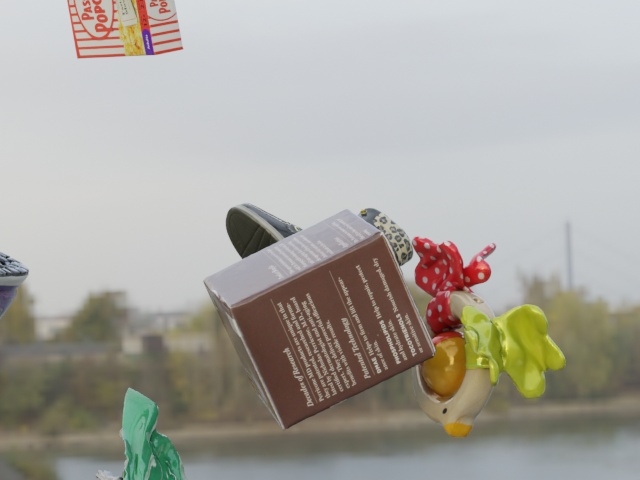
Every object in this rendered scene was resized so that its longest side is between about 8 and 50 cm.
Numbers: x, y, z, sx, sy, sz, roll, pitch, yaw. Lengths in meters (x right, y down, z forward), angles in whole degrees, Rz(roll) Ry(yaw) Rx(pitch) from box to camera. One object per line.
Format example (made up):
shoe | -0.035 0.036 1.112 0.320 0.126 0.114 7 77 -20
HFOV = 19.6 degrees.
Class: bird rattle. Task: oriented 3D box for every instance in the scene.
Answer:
bird rattle | 0.162 0.119 2.245 0.143 0.207 0.253 8 24 -36

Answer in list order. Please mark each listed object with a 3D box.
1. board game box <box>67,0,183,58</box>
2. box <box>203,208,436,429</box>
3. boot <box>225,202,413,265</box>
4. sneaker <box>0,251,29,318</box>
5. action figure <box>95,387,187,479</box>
board game box | -0.247 -0.300 2.275 0.045 0.146 0.193 -16 12 -34
box | -0.003 0.089 2.185 0.203 0.167 0.168 -26 16 -7
boot | 0.000 0.002 2.608 0.236 0.085 0.178 37 46 15
sneaker | -0.439 0.075 2.123 0.107 0.124 0.283 29 8 21
action figure | -0.177 0.253 1.843 0.063 0.137 0.232 -31 16 9
